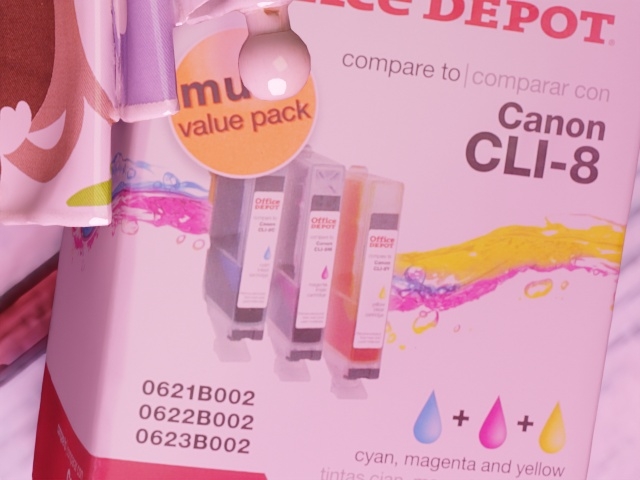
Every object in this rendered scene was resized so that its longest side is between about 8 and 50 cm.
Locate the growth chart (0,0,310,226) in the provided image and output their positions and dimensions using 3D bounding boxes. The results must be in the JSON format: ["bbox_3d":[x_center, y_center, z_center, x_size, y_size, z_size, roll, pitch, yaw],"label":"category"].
[{"bbox_3d":[-0.099,-0.071,0.450,0.021,0.237,0.172,-13,89,-55],"label":"growth chart"}]

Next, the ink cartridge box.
[{"bbox_3d":[0.000,0.000,0.503,0.128,0.127,0.176,6,96,-13],"label":"ink cartridge box"}]
